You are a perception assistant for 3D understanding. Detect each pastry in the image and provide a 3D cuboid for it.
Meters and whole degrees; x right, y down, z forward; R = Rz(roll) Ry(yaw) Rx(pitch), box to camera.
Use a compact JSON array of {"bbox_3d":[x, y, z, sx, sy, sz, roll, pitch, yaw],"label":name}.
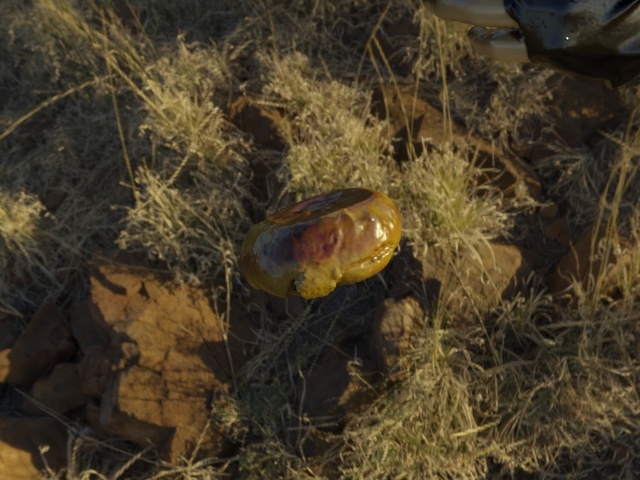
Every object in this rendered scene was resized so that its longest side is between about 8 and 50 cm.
[{"bbox_3d":[0.000,0.000,1.248,0.356,0.163,0.356,-18,14,5],"label":"pastry"}]

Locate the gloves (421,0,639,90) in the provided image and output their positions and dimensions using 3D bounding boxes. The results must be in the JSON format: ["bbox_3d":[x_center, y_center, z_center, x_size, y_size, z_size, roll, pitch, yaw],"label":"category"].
[{"bbox_3d":[0.216,-0.277,0.597,0.301,0.152,0.197,16,89,11],"label":"gloves"}]
